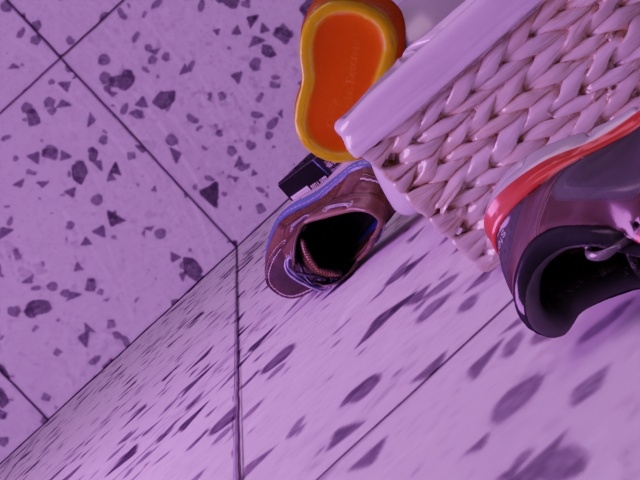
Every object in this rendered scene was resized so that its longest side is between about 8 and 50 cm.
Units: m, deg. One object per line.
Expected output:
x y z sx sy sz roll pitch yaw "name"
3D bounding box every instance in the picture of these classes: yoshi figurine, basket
0.110 -0.157 0.871 0.203 0.203 0.362 -23 9 21 "yoshi figurine"
0.108 -0.078 0.590 0.167 0.103 0.113 -38 6 34 "basket"

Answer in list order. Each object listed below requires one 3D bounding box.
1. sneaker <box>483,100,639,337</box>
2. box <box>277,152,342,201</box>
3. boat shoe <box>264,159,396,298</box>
0.118 -0.018 0.385 0.158 0.061 0.065 -40 32 34 "sneaker"
0.057 -0.089 1.224 0.147 0.077 0.180 -45 6 -21 "box"
0.000 0.000 0.977 0.183 0.066 0.066 -50 12 48 "boat shoe"
